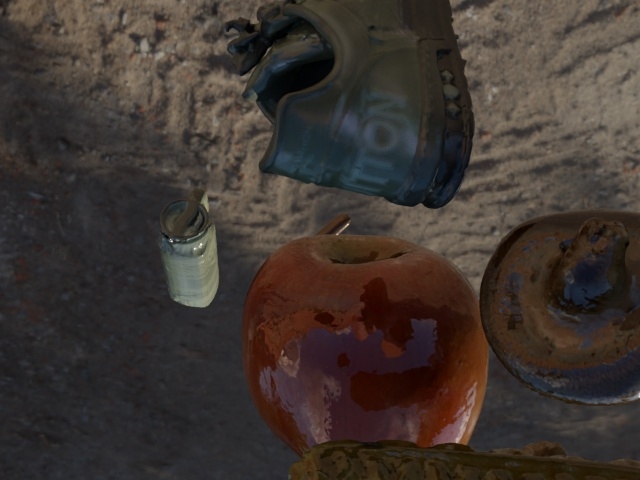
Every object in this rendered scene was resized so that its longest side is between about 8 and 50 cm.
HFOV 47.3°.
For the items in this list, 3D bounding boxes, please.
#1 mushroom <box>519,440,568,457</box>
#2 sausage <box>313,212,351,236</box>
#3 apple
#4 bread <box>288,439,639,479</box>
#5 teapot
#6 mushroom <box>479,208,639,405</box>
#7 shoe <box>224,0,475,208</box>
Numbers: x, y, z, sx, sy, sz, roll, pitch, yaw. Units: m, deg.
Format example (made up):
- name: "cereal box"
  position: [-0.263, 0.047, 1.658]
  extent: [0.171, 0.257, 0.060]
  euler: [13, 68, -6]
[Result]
- name: "mushroom"
  position: [0.264, 0.305, 0.944]
  extent: [0.094, 0.072, 0.210]
  euler: [-10, 159, -3]
- name: "sausage"
  position: [0.000, 0.000, 1.104]
  extent: [0.116, 0.026, 0.026]
  euler: [-40, 133, 8]
- name: "apple"
  position: [0.040, 0.120, 0.718]
  extent: [0.242, 0.242, 0.241]
  euler: [2, 104, -1]
- name: "bread"
  position: [0.158, 0.190, 0.520]
  extent: [0.367, 0.077, 0.084]
  euler: [3, 172, 6]
- name: "teapot"
  position: [-0.185, 0.008, 1.075]
  extent: [0.077, 0.107, 0.200]
  euler: [16, 149, 4]
- name: "mushroom"
  position: [0.152, 0.033, 0.411]
  extent: [0.126, 0.085, 0.109]
  euler: [15, 114, 37]
- name: "shoe"
  position: [0.004, -0.151, 0.509]
  extent: [0.149, 0.293, 0.109]
  euler: [6, 140, -21]
